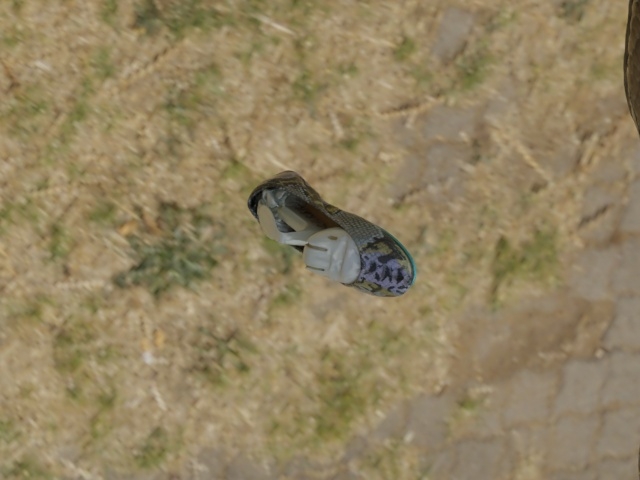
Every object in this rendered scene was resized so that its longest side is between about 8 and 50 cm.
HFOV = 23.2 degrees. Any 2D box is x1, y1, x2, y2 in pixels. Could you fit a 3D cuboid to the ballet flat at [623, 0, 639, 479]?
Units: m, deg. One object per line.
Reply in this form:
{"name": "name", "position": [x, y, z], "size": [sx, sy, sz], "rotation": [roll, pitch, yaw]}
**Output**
{"name": "ballet flat", "position": [0.145, -0.001, 0.521], "size": [0.084, 0.058, 0.250], "rotation": [-6, 110, -14]}

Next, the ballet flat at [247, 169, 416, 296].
{"name": "ballet flat", "position": [0.000, 0.000, 0.803], "size": [0.041, 0.114, 0.041], "rotation": [-23, 130, -30]}
